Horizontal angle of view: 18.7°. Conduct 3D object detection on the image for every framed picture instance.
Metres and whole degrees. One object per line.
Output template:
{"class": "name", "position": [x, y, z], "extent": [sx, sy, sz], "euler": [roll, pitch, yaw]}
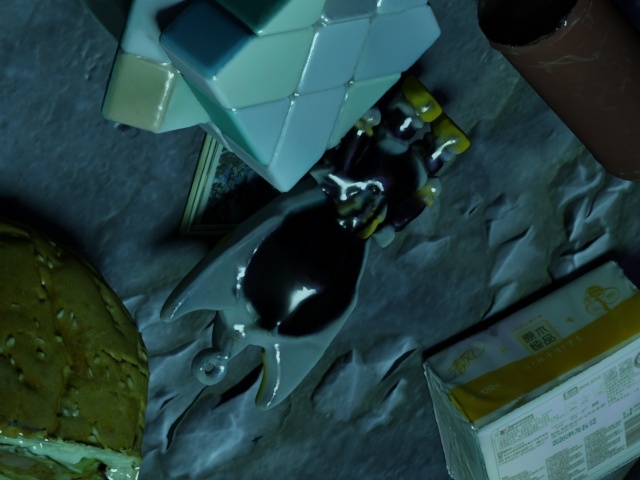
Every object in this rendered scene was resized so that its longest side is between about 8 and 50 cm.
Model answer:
{"class": "framed picture", "position": [-0.037, -0.080, 1.654], "extent": [0.142, 0.011, 0.183], "euler": [-2, 125, -32]}

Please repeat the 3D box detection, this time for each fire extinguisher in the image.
{"class": "fire extinguisher", "position": [0.273, -0.149, 1.747], "extent": [0.337, 0.106, 0.147], "euler": [39, 73, -46]}

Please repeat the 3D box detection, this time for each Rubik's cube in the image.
{"class": "Rubik's cube", "position": [-0.064, -0.176, 1.432], "extent": [0.265, 0.213, 0.224], "euler": [-46, 151, -9]}

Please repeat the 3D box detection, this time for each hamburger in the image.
{"class": "hamburger", "position": [-0.258, 0.082, 1.522], "extent": [0.308, 0.211, 0.132], "euler": [22, 142, -36]}

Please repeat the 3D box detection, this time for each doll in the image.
{"class": "doll", "position": [-0.003, -0.003, 1.657], "extent": [0.316, 0.103, 0.145], "euler": [-47, 152, -3]}

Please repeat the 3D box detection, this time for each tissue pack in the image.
{"class": "tissue pack", "position": [0.231, 0.155, 1.933], "extent": [0.225, 0.124, 0.185], "euler": [-28, 134, -12]}
